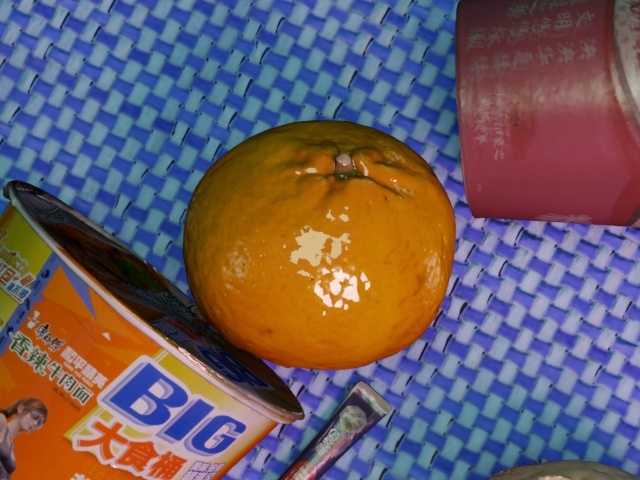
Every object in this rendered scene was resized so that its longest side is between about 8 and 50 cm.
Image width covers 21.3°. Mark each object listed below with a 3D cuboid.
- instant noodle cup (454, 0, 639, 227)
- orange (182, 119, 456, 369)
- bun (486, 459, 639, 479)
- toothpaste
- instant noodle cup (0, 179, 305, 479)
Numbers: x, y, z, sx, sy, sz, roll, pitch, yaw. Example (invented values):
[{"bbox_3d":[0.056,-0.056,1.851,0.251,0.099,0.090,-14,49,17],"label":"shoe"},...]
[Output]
[{"bbox_3d":[0.206,-0.112,1.366,0.178,0.235,0.234,-4,82,11],"label":"instant noodle cup"},{"bbox_3d":[0.000,0.001,1.349,0.219,0.219,0.193,27,117,5],"label":"orange"},{"bbox_3d":[0.187,0.294,1.335,0.259,0.152,0.259,0,85,3],"label":"bun"},{"bbox_3d":[0.001,0.178,1.421,0.037,0.021,0.140,43,82,2],"label":"toothpaste"},{"bbox_3d":[-0.189,0.125,1.313,0.296,0.296,0.214,39,92,6],"label":"instant noodle cup"}]
